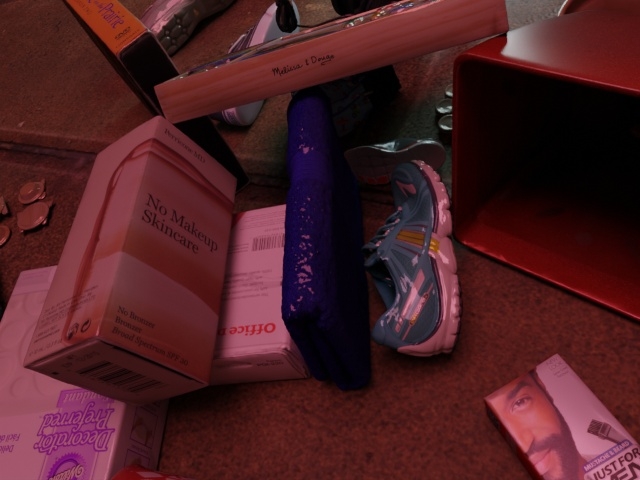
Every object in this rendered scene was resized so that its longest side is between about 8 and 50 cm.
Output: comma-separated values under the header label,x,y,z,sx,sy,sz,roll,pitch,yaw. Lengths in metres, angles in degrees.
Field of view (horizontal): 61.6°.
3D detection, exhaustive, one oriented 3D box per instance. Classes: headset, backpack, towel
label,x,y,z,sx,sy,sz,roll,pitch,yaw
headset,0.101,-0.470,0.975,0.394,0.185,0.243,-23,49,-12
backpack,0.022,-0.259,0.895,0.158,0.117,0.173,32,74,36
towel,0.000,0.000,0.639,0.076,0.227,0.308,-10,53,13

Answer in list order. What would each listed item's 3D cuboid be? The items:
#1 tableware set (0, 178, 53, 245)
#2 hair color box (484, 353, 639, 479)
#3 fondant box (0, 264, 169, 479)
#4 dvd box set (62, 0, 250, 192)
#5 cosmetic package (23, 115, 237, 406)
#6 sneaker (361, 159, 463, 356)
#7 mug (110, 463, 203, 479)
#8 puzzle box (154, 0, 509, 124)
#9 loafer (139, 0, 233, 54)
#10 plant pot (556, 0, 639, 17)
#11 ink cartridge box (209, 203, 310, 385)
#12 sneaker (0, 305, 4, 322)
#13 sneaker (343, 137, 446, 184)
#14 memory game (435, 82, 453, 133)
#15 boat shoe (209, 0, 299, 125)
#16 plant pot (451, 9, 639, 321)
label,x,y,z,sx,sy,sz,roll,pitch,yaw
tableware set,-0.588,-0.050,1.025,0.169,0.020,0.141,-27,53,-2
hair color box,0.245,0.205,0.512,0.093,0.053,0.167,-31,50,-3
fondant box,-0.322,0.183,0.709,0.238,0.096,0.330,-10,54,14
dvd box set,-0.298,-0.280,0.904,0.062,0.307,0.420,-39,52,-7
cosmetic package,-0.203,0.021,0.631,0.129,0.153,0.296,-23,49,28
sneaker,0.105,0.007,0.659,0.110,0.107,0.275,1,54,1
mug,-0.128,0.315,0.554,0.169,0.150,0.113,0,19,15
puzzle box,0.022,-0.257,0.704,0.409,0.052,0.272,-10,24,17
loafer,-0.297,-0.558,1.233,0.111,0.112,0.319,35,73,27
plant pot,0.453,-0.270,0.747,0.237,0.109,0.237,-10,53,14
ink cartridge box,-0.093,0.071,0.708,0.159,0.092,0.217,-9,51,16
sneaker,-0.599,0.063,0.889,0.302,0.108,0.121,20,68,32
sneaker,0.112,-0.125,0.813,0.158,0.061,0.065,0,28,19
memory game,0.270,-0.208,0.831,0.186,0.012,0.186,-10,52,13
boat shoe,-0.134,-0.346,1.028,0.102,0.108,0.301,12,67,25
plant pot,0.325,-0.112,0.600,0.267,0.267,0.236,27,56,33
